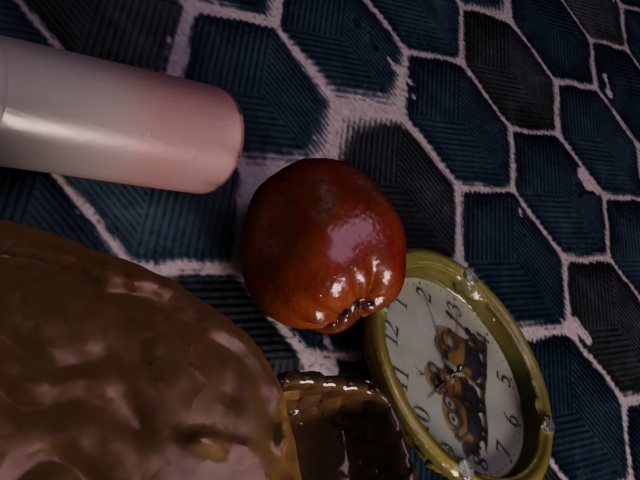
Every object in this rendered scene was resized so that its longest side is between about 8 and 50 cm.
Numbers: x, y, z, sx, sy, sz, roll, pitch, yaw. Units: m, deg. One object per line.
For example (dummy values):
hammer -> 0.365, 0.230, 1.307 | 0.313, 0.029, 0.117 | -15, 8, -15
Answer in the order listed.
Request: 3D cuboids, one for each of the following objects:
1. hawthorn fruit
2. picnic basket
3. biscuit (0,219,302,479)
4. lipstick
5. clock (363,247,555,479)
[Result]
hawthorn fruit -> 0.000, 0.000, 0.932 | 0.133, 0.133, 0.138 | 2, 56, -47
picnic basket -> 0.008, 0.169, 0.639 | 0.110, 0.055, 0.193 | 15, 57, -42
biscuit -> -0.191, 0.155, 0.517 | 0.385, 0.062, 0.365 | -3, 69, -13
lipstick -> -0.200, -0.091, 0.809 | 0.327, 0.087, 0.087 | 6, 60, -46
clock -> 0.111, 0.119, 1.034 | 0.237, 0.057, 0.237 | 30, 43, -32
